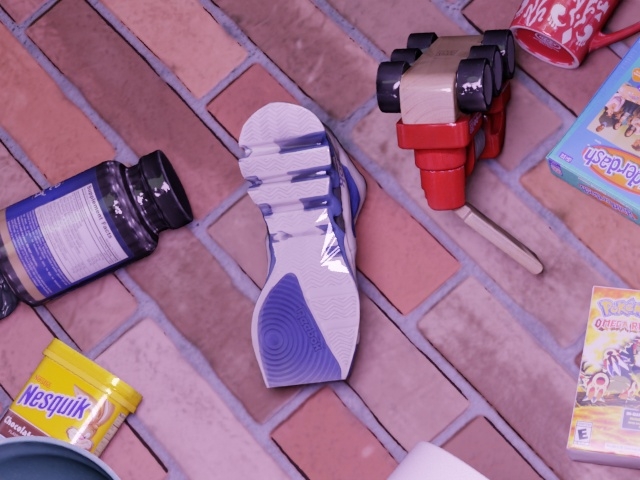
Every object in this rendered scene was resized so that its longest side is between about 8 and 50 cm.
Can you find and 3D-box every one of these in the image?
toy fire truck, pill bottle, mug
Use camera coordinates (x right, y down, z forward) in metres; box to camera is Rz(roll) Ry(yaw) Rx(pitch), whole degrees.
[{"bbox_3d":[0.168,-0.096,1.963,0.158,0.217,0.246,0,109,16],"label":"toy fire truck"},{"bbox_3d":[-0.265,-0.019,2.068,0.219,0.123,0.123,-25,62,4],"label":"pill bottle"},{"bbox_3d":[0.308,-0.285,2.023,0.150,0.113,0.169,24,78,36],"label":"mug"}]

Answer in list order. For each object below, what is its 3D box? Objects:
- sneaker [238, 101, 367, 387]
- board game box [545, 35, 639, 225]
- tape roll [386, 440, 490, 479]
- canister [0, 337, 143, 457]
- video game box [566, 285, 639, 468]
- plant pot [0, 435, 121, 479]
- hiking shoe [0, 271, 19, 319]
[{"bbox_3d":[0.000,-0.001,1.984,0.127,0.182,0.315,-3,95,17],"label":"sneaker"},{"bbox_3d":[0.376,-0.125,1.968,0.160,0.047,0.210,34,79,26],"label":"board game box"},{"bbox_3d":[0.217,0.333,1.622,0.392,0.392,0.072,36,81,27],"label":"tape roll"},{"bbox_3d":[-0.298,0.213,2.003,0.126,0.073,0.170,29,79,25],"label":"canister"},{"bbox_3d":[0.372,0.148,1.850,0.205,0.048,0.187,5,66,18],"label":"video game box"},{"bbox_3d":[-0.286,0.373,1.858,0.293,0.196,0.293,-6,65,13],"label":"plant pot"},{"bbox_3d":[-0.503,0.029,2.122,0.304,0.132,0.113,14,89,-3],"label":"hiking shoe"}]
